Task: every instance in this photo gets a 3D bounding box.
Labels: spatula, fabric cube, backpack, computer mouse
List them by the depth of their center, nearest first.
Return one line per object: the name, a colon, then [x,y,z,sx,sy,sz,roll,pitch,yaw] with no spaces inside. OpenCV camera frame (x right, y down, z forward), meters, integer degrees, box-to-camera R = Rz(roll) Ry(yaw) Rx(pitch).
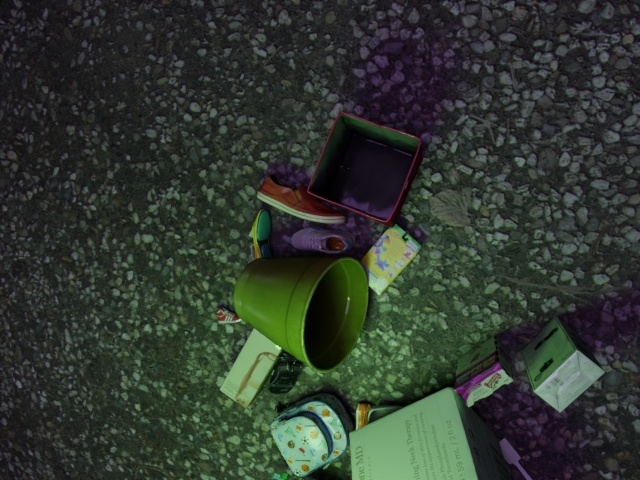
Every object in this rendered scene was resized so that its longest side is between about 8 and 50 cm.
fabric cube: [0.147,-0.202,1.421,0.259,0.258,0.253,23,93,13]
spatula: [0.629,0.804,1.584,0.168,0.019,0.242,-38,87,14]
backpack: [-0.024,0.687,1.681,0.264,0.213,0.276,-35,84,9]
computer mouse: [-0.089,0.476,1.726,0.184,0.060,0.261,4,132,-17]

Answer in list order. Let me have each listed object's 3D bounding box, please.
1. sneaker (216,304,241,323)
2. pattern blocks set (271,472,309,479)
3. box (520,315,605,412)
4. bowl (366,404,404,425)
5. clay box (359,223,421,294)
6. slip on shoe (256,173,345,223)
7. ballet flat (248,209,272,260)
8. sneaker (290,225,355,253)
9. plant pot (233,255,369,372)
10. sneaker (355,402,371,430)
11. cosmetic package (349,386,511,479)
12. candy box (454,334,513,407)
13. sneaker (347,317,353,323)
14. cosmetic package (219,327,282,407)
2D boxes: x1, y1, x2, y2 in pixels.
sneaker: [-0.349,0.281,1.795,0.119,0.042,0.066,-10,99,21]
pattern blocks set: [-0.010,0.908,1.710,0.325,0.026,0.285,29,146,-16]
box: [0.683,0.344,1.345,0.087,0.290,0.169,39,106,7]
bowl: [0.229,0.642,1.646,0.142,0.053,0.141,1,100,-7]
clay box: [0.225,0.060,1.569,0.127,0.053,0.222,42,107,9]
slip on shoe: [-0.063,-0.137,1.601,0.332,0.123,0.101,24,101,18]
ballet flat: [-0.222,0.003,1.697,0.077,0.077,0.230,3,102,34]
sneaker: [0.000,0.000,1.611,0.229,0.092,0.087,1,101,19]
plant pot: [-0.083,0.201,1.548,0.353,0.367,0.365,12,103,35]
sneaker: [0.158,0.673,1.688,0.068,0.064,0.174,3,104,5]
cosmetic package: [0.346,0.737,1.442,0.394,0.329,0.327,-33,117,19]
candy box: [0.501,0.397,1.441,0.159,0.233,0.071,-41,86,20]
sneaker: [0.082,0.319,1.655,0.052,0.058,0.135,33,108,10]
cosmetic package: [-0.232,0.445,1.729,0.129,0.153,0.296,32,108,9]
